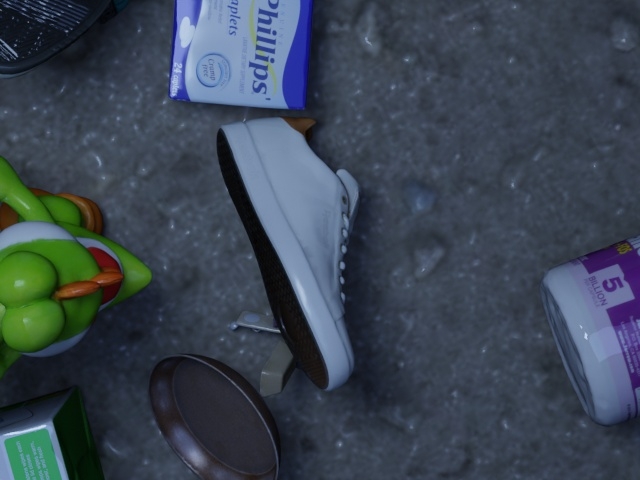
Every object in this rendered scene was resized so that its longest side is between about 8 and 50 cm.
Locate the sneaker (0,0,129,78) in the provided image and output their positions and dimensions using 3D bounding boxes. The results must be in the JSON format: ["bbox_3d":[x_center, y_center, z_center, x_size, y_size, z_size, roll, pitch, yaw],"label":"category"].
[{"bbox_3d":[-0.252,-0.243,1.843,0.123,0.178,0.295,36,62,-4],"label":"sneaker"}]

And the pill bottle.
[{"bbox_3d":[0.380,0.056,1.894,0.301,0.169,0.169,-20,94,-2],"label":"pill bottle"}]

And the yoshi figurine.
[{"bbox_3d":[-0.295,0.039,1.767,0.203,0.362,0.203,44,91,-5],"label":"yoshi figurine"}]

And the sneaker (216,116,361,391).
[{"bbox_3d":[0.000,0.000,1.868,0.123,0.106,0.290,-13,68,-17],"label":"sneaker"}]

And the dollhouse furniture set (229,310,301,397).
[{"bbox_3d":[-0.061,0.091,1.904,0.081,0.114,0.091,11,120,12],"label":"dollhouse furniture set"}]

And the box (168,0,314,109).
[{"bbox_3d":[-0.078,-0.195,1.908,0.137,0.072,0.126,4,94,-3],"label":"box"}]

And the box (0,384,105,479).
[{"bbox_3d":[-0.332,0.240,1.829,0.231,0.262,0.127,-15,93,0],"label":"box"}]

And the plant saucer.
[{"bbox_3d":[-0.098,0.177,1.903,0.029,0.168,0.168,-38,95,-37],"label":"plant saucer"}]
